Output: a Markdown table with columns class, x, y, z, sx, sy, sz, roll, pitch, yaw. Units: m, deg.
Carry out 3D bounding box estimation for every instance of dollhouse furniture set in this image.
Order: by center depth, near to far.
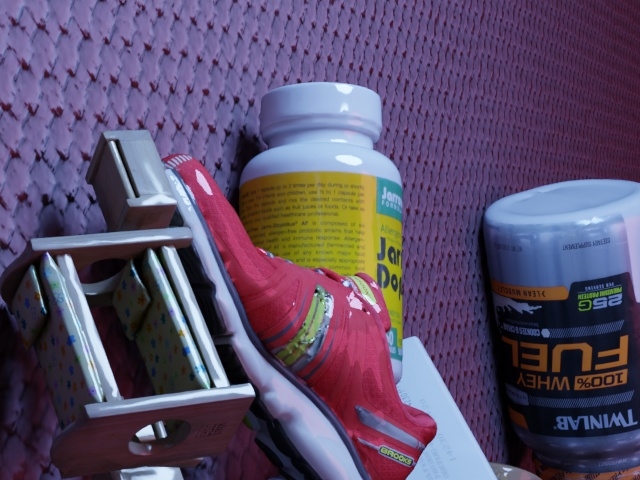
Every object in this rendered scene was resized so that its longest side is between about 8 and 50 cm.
| class | x | y | z | sx | sy | sz | roll | pitch | yaw |
| --- | --- | --- | --- | --- | --- | --- | --- | --- | --- |
| dollhouse furniture set | -0.135 | 0.061 | 0.865 | 0.182 | 0.101 | 0.161 | 65 | -35 | 31 |

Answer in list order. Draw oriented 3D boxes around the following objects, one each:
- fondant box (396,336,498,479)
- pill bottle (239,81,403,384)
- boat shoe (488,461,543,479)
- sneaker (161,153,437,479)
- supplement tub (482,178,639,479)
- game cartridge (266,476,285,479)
| class | x | y | z | sx | sy | sz | roll | pitch | yaw |
| --- | --- | --- | --- | --- | --- | --- | --- | --- | --- |
| fondant box | 0.104 | 0.275 | 1.214 | 0.238 | 0.096 | 0.330 | -117 | -174 | -59 |
| pill bottle | 0.000 | 0.000 | 1.108 | 0.117 | 0.118 | 0.208 | 27 | 61 | -65 |
| boat shoe | 0.218 | 0.340 | 1.605 | 0.342 | 0.123 | 0.123 | 50 | 50 | -50 |
| sneaker | -0.020 | 0.048 | 0.977 | 0.118 | 0.107 | 0.279 | -42 | 117 | -20 |
| supplement tub | 0.291 | 0.104 | 1.715 | 0.193 | 0.194 | 0.316 | -38 | 120 | -64 |
| game cartridge | 0.062 | 0.347 | 1.060 | 0.068 | 0.230 | 0.355 | -28 | 116 | -31 |
